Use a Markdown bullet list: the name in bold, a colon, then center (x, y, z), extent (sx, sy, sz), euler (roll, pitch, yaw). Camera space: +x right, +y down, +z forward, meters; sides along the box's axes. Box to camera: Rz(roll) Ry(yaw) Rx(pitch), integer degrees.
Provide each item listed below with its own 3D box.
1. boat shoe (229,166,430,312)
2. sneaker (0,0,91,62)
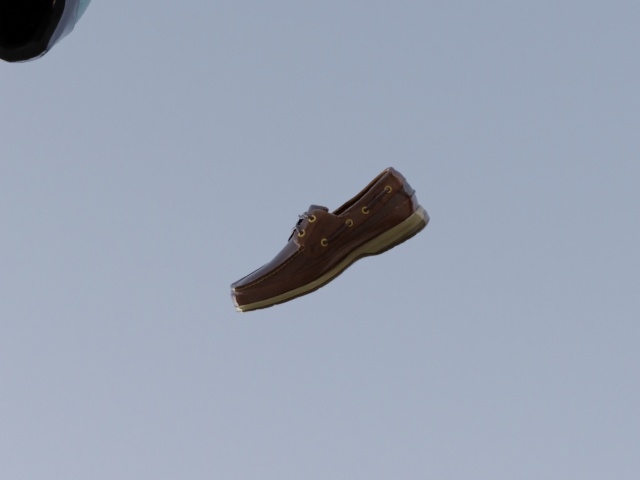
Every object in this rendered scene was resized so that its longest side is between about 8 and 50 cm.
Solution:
- **boat shoe**: center (0.000, 0.000, 1.323), extent (0.178, 0.064, 0.060), euler (-29, -79, -10)
- **sneaker**: center (-0.191, -0.235, 0.904), extent (0.108, 0.121, 0.302), euler (-7, -48, 14)
